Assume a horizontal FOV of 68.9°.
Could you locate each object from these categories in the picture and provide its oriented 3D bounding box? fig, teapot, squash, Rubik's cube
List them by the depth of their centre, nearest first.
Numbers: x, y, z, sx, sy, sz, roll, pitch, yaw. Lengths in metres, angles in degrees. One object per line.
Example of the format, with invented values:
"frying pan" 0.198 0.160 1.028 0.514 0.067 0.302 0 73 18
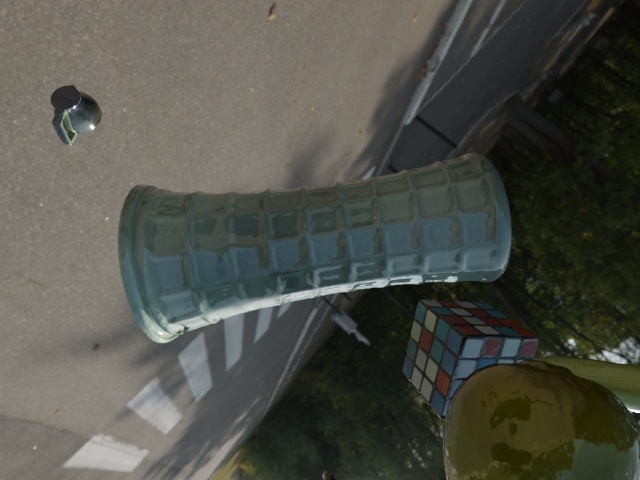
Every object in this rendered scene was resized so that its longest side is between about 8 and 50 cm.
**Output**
"fig" 0.244 0.254 0.535 0.207 0.207 0.230 -21 115 -70
"teapot" -0.377 -0.192 0.706 0.057 0.066 0.088 92 8 -71
"Rubik's cube" 0.255 0.204 0.822 0.151 0.154 0.154 -139 -123 -66
"squash" 0.501 0.259 0.859 0.083 0.249 0.083 5 90 -74

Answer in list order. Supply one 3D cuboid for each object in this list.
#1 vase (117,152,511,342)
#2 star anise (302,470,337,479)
"vase" 0.000 0.000 0.410 0.298 0.143 0.143 -7 169 2
"star anise" -0.034 0.234 0.271 0.237 0.345 0.148 -82 172 -56
